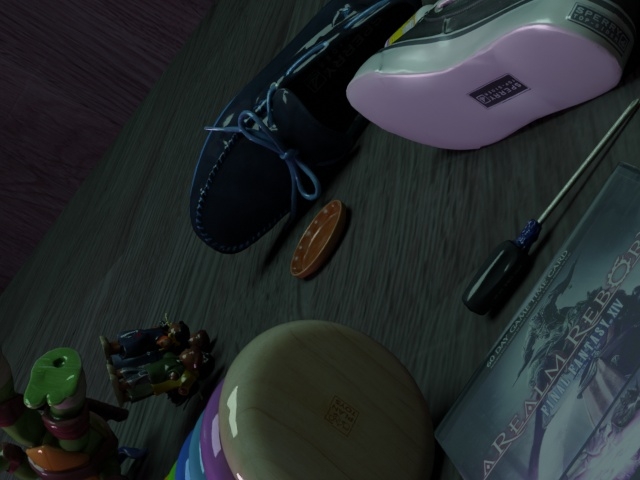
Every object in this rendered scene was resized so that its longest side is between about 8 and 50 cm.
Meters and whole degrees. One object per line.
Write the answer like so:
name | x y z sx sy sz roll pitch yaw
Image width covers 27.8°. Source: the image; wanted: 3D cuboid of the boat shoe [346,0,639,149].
boat shoe | 0.126 -0.147 0.957 0.301 0.108 0.102 -18 43 63

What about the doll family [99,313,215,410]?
doll family | -0.161 0.121 1.324 0.111 0.076 0.193 -17 25 -10

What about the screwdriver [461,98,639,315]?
screwdriver | 0.144 -0.024 0.818 0.170 0.025 0.024 -57 16 8

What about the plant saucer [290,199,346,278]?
plant saucer | 0.000 0.000 1.226 0.083 0.013 0.083 -52 18 24

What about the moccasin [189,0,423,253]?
moccasin | -0.023 -0.133 1.324 0.342 0.138 0.117 -58 20 5

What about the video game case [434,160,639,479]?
video game case | 0.151 0.070 0.625 0.196 0.026 0.274 -56 17 6

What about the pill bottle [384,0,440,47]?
pill bottle | 0.100 -0.196 1.236 0.083 0.043 0.043 -38 26 50

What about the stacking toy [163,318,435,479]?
stacking toy | -0.063 0.181 0.880 0.330 0.141 0.141 -45 20 48

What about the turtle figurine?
turtle figurine | -0.284 0.237 1.261 0.275 0.266 0.198 -33 48 -23
